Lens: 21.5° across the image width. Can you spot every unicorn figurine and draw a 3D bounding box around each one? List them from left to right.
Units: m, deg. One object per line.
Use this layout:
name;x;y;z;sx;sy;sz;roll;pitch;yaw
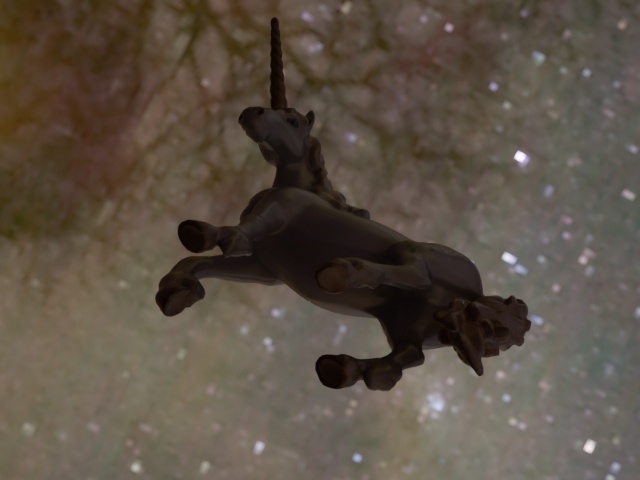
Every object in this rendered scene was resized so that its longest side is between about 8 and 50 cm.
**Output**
unicorn figurine;0.000;0.000;0.565;0.111;0.162;0.060;-21;145;-55
